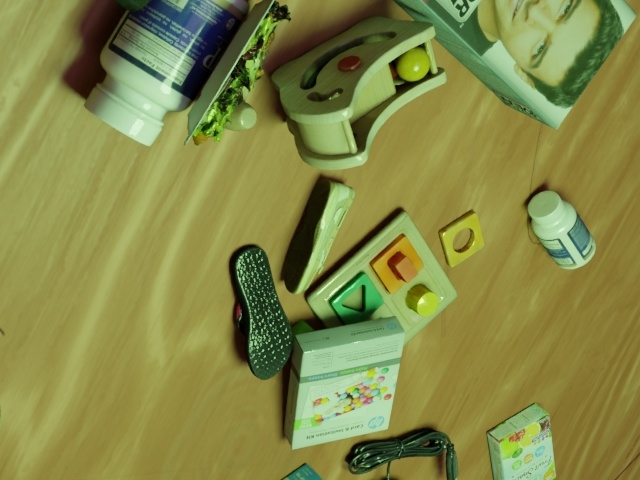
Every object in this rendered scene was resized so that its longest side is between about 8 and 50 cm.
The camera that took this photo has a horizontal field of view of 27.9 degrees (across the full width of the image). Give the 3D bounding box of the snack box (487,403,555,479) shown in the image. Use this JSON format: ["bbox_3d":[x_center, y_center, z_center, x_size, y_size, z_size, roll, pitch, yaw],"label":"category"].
[{"bbox_3d":[0.319,0.340,2.034,0.100,0.037,0.141,-26,126,-21],"label":"snack box"}]

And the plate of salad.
[{"bbox_3d":[-0.088,-0.183,1.391,0.048,0.200,0.199,32,94,-7],"label":"plate of salad"}]

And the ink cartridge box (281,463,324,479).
[{"bbox_3d":[-0.063,0.407,1.789,0.180,0.060,0.104,-32,128,-18],"label":"ink cartridge box"}]

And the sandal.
[{"bbox_3d":[-0.080,0.090,1.636,0.067,0.040,0.179,-21,109,-31],"label":"sandal"}]

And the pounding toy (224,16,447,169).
[{"bbox_3d":[0.017,-0.190,1.477,0.270,0.154,0.154,-32,128,-18],"label":"pounding toy"}]

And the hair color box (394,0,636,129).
[{"bbox_3d":[0.214,-0.315,1.576,0.374,0.114,0.185,34,91,-41],"label":"hair color box"}]

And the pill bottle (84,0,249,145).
[{"bbox_3d":[-0.169,-0.201,1.371,0.112,0.112,0.186,28,96,-40],"label":"pill bottle"}]

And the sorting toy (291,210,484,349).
[{"bbox_3d":[0.095,0.081,1.740,0.348,0.047,0.196,-42,130,-10],"label":"sorting toy"}]

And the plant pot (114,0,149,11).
[{"bbox_3d":[-0.202,-0.337,1.242,0.187,0.188,0.167,-45,142,-8],"label":"plant pot"}]

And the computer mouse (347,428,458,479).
[{"bbox_3d":[0.122,0.398,1.918,0.184,0.060,0.261,-14,109,-24],"label":"computer mouse"}]

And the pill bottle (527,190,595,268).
[{"bbox_3d":[0.344,-0.017,1.849,0.067,0.067,0.120,-46,131,-6],"label":"pill bottle"}]

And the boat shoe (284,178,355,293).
[{"bbox_3d":[-0.001,-0.001,1.628,0.048,0.056,0.153,15,97,-34],"label":"boat shoe"}]

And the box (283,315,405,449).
[{"bbox_3d":[0.030,0.191,1.718,0.145,0.038,0.186,-9,133,-20],"label":"box"}]
